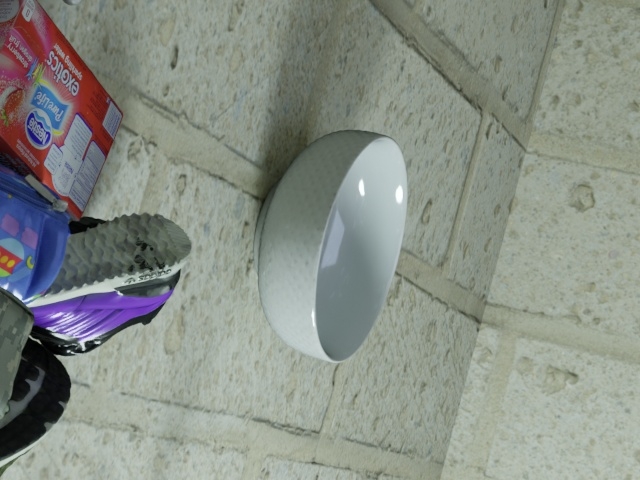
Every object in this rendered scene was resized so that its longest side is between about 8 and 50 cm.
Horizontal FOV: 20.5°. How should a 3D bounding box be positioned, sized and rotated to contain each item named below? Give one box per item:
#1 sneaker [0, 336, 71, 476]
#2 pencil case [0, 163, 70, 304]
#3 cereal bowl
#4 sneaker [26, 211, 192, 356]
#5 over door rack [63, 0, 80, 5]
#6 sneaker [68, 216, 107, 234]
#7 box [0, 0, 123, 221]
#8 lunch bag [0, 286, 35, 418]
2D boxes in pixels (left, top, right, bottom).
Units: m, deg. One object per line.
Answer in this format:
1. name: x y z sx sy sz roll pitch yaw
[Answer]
1. sneaker: -0.395 0.239 1.742 0.182 0.158 0.410 -53 -179 42
2. pencil case: -0.341 -0.038 1.566 0.306 0.133 0.119 35 25 -54
3. cereal bowl: 0.000 0.000 2.535 0.339 0.141 0.339 13 90 -69
4. sneaker: -0.276 0.065 1.803 0.293 0.102 0.146 -6 137 -31
5. over door rack: -0.228 -0.299 1.815 0.324 0.108 0.239 78 33 -49
6. sneaker: -0.266 0.032 1.962 0.267 0.101 0.106 5 107 -60
7. box: -0.303 -0.134 1.696 0.257 0.123 0.128 57 49 -63
8. lunch bag: -0.405 0.121 1.457 0.305 0.212 0.256 51 50 -65
